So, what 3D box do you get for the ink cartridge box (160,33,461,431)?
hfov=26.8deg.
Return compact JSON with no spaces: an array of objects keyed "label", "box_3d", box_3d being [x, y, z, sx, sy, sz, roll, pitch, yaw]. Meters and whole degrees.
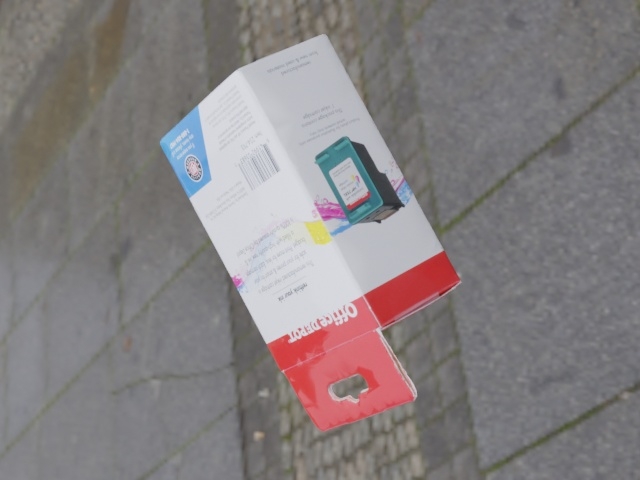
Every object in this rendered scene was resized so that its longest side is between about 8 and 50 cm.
[{"label":"ink cartridge box","box_3d":[0.000,0.000,0.886,0.231,0.078,0.134,62,147,1]}]
